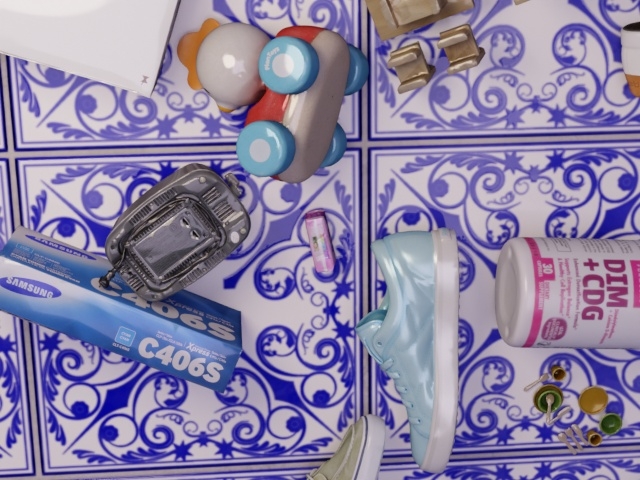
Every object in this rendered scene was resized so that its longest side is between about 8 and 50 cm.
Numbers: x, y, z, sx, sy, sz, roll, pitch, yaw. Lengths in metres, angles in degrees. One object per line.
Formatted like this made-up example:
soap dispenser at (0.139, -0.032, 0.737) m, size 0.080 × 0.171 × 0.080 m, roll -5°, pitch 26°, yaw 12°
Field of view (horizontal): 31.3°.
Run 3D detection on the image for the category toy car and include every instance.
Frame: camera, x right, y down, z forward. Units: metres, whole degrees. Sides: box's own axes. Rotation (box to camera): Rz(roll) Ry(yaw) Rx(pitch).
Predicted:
toy car at (-0.092, -0.206, 1.541) m, size 0.238 × 0.219 × 0.210 m, roll 21°, pitch 105°, yaw 20°

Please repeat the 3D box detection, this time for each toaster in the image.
toaster at (-0.204, -0.012, 1.579) m, size 0.227 × 0.146 × 0.129 m, roll -38°, pitch 104°, yaw 3°

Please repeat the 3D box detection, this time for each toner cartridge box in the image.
toner cartridge box at (-0.281, 0.093, 1.594) m, size 0.348 × 0.165 × 0.075 m, roll 22°, pitch 101°, yaw -11°

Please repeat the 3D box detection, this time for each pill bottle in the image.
pill bottle at (0.407, 0.077, 1.652) m, size 0.283 × 0.160 × 0.160 m, roll 1°, pitch 105°, yaw -6°

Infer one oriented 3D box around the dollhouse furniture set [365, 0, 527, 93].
dollhouse furniture set at (0.184, -0.352, 1.553) m, size 0.242 × 0.161 × 0.212 m, roll -17°, pitch 107°, yaw 23°

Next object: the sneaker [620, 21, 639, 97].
sneaker at (0.572, -0.258, 1.613) m, size 0.290 × 0.106 × 0.123 m, roll -5°, pitch 110°, yaw 7°

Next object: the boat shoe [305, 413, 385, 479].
boat shoe at (0.012, 0.394, 1.732) m, size 0.094 × 0.109 × 0.302 m, roll 19°, pitch 105°, yaw -8°

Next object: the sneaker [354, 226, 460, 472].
sneaker at (0.125, 0.161, 1.676) m, size 0.150 × 0.135 × 0.365 m, roll 0°, pitch 96°, yaw 3°

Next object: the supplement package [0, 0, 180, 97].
supplement package at (-0.315, -0.327, 1.488) m, size 0.262 × 0.145 × 0.204 m, roll 16°, pitch 103°, yaw -10°

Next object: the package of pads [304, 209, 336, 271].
package of pads at (0.000, 0.000, 1.652) m, size 0.032 × 0.050 × 0.083 m, roll -12°, pitch 106°, yaw 4°

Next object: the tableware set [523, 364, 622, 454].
tableware set at (0.396, 0.258, 1.771) m, size 0.104 × 0.024 × 0.154 m, roll -36°, pitch 105°, yaw 5°
